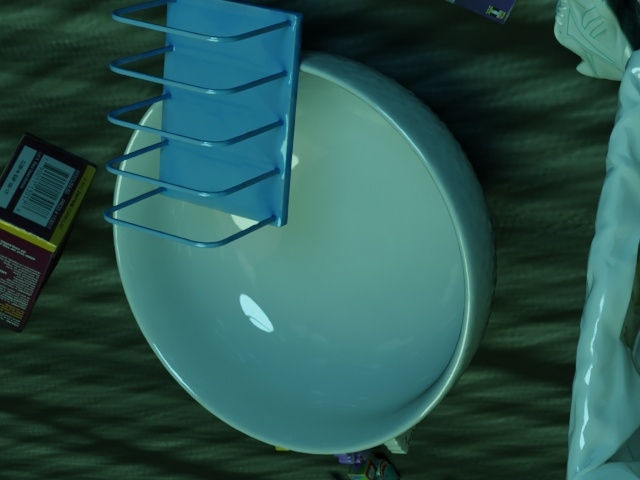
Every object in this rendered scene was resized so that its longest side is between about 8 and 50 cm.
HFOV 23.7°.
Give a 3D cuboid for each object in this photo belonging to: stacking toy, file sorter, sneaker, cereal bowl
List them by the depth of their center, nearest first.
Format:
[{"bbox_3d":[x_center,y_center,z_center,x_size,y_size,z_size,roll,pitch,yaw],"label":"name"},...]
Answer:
[{"bbox_3d":[0.192,-0.168,1.099,0.061,0.054,0.152,-1,140,32],"label":"sneaker"},{"bbox_3d":[-0.094,-0.093,1.160,0.118,0.104,0.170,15,112,26],"label":"file sorter"},{"bbox_3d":[0.000,0.000,1.281,0.339,0.141,0.339,9,110,28],"label":"cereal bowl"},{"bbox_3d":[0.054,0.252,1.722,0.167,0.052,0.221,-2,141,31],"label":"stacking toy"}]

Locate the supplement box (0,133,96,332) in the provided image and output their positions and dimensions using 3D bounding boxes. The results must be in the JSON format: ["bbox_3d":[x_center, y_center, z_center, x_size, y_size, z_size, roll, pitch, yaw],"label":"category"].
[{"bbox_3d":[-0.295,-0.003,1.508,0.081,0.104,0.188,26,144,-7],"label":"supplement box"}]

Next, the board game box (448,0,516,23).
[{"bbox_3d":[0.096,-0.243,1.052,0.141,0.048,0.170,23,144,-1],"label":"board game box"}]

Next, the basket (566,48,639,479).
[{"bbox_3d":[0.366,0.069,1.055,0.331,0.328,0.266,5,163,20],"label":"basket"}]

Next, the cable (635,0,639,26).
[{"bbox_3d":[0.305,-0.182,1.039,0.150,0.047,0.184,39,138,-12],"label":"cable"}]
